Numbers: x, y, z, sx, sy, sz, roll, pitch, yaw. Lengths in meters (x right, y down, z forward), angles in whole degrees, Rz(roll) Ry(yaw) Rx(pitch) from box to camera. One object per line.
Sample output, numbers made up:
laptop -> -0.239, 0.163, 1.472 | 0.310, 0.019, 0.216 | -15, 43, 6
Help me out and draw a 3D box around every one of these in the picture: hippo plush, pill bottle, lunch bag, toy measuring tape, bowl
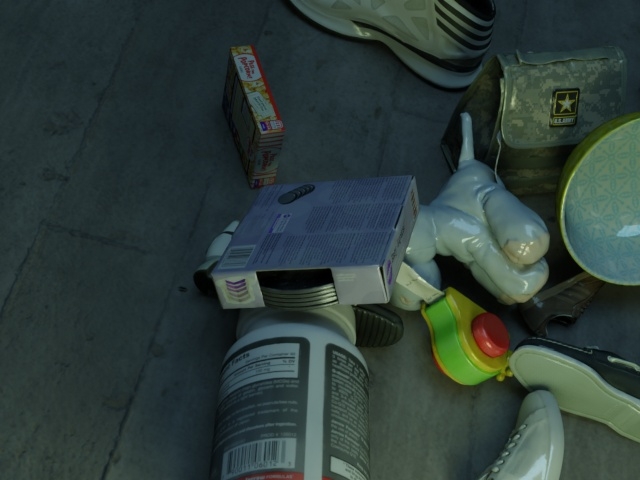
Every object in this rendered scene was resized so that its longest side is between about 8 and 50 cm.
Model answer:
hippo plush -> 0.199, 0.002, 1.596 | 0.237, 0.294, 0.234 | -21, 29, -13
pill bottle -> -0.037, 0.243, 1.395 | 0.210, 0.210, 0.363 | 8, 47, -6
lunch bag -> 0.369, -0.210, 1.762 | 0.235, 0.287, 0.169 | -7, 57, -17
toy measuring tape -> 0.180, 0.129, 1.541 | 0.330, 0.121, 0.121 | 34, 49, -26
bowl -> 0.502, -0.088, 1.677 | 0.289, 0.289, 0.156 | 4, 23, -9

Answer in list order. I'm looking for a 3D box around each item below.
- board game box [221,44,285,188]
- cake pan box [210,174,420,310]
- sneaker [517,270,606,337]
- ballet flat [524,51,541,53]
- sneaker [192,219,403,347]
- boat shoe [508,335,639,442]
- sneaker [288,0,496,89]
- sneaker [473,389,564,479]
board game box -> -0.116, -0.208, 1.745 | 0.045, 0.146, 0.193 | -10, 59, -18
cake pan box -> 0.000, 0.000, 1.464 | 0.246, 0.070, 0.267 | -5, 30, 18
sneaker -> 0.409, 0.101, 1.701 | 0.188, 0.066, 0.071 | -22, 81, -21
ballet flat -> 0.385, -0.348, 2.015 | 0.114, 0.041, 0.041 | -14, 59, -20
sneaker -> -0.016, 0.054, 1.595 | 0.331, 0.122, 0.146 | 21, 56, 3
boat shoe -> 0.425, 0.215, 1.578 | 0.302, 0.114, 0.091 | 30, 49, -12
sneaker -> 0.134, -0.489, 1.926 | 0.447, 0.257, 0.169 | 30, 55, 10
sneaker -> 0.269, 0.331, 1.469 | 0.123, 0.106, 0.290 | 18, 55, -2
